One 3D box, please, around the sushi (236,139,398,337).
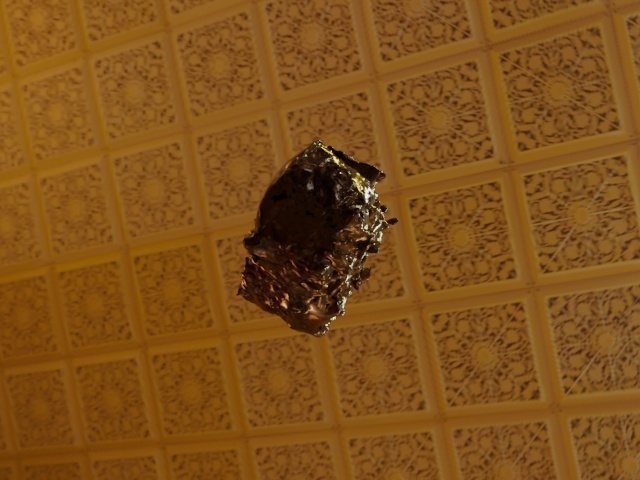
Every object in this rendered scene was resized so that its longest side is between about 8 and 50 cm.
[{"bbox_3d":[0.000,0.000,0.898,0.115,0.147,0.212,29,-34,6],"label":"sushi"}]
